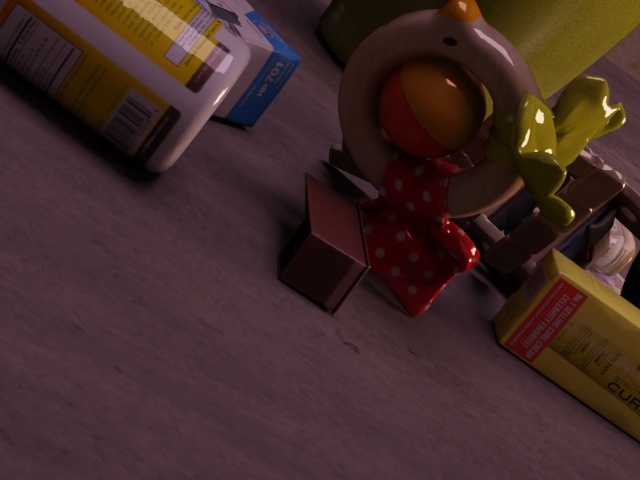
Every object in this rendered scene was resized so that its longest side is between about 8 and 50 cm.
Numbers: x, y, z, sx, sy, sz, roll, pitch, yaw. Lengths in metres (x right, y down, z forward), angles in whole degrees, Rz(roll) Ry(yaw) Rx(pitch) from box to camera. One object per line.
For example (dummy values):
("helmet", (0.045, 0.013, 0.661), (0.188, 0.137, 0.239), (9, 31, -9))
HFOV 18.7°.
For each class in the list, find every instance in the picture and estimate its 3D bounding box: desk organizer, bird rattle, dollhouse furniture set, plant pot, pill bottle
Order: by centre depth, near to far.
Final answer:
("pill bottle", (-0.163, -0.152, 1.366), (0.215, 0.117, 0.117), (37, 16, -5))
("desk organizer", (0.000, 0.000, 1.435), (0.050, 0.047, 0.130), (32, 17, -14))
("bird rattle", (0.101, -0.077, 1.496), (0.143, 0.253, 0.207), (-38, 98, -48))
("dollhouse furniture set", (0.223, 0.007, 1.828), (0.129, 0.129, 0.183), (46, -12, 21))
("plant pot", (0.191, -0.299, 2.107), (0.366, 0.353, 0.366), (35, 17, -13))

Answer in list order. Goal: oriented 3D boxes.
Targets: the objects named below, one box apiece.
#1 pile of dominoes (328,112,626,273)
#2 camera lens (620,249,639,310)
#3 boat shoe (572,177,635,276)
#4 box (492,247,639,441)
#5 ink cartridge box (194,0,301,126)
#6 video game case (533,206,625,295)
("pile of dominoes", (0.129, -0.070, 1.630), (0.196, 0.040, 0.251), (35, -27, -6))
("camera lens", (0.430, 0.091, 1.803), (0.274, 0.219, 0.219), (29, 18, -28))
("boat shoe", (0.281, -0.029, 2.034), (0.059, 0.063, 0.170), (37, 16, -25))
("box", (0.262, 0.108, 1.637), (0.232, 0.087, 0.058), (36, 16, -13))
("ink cartridge box", (-0.127, -0.178, 1.581), (0.139, 0.082, 0.191), (48, 17, 29))
("video game case", (0.271, 0.021, 2.019), (0.119, 0.015, 0.166), (19, 26, -50))
